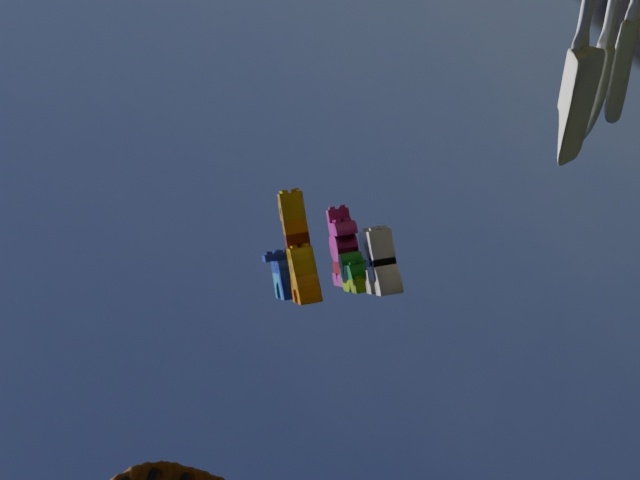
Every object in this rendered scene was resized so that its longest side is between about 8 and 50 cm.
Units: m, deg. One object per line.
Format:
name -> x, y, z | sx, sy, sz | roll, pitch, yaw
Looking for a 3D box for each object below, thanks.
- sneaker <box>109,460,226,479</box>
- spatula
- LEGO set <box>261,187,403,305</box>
sneaker -> -0.010, 0.241, 1.201 | 0.296, 0.131, 0.112 | 30, -128, 9
spatula -> 0.212, -0.182, 1.408 | 0.019, 0.242, 0.168 | 19, -158, 23
LEGO set -> 0.000, 0.000, 1.652 | 0.087, 0.093, 0.227 | -10, -177, -9
